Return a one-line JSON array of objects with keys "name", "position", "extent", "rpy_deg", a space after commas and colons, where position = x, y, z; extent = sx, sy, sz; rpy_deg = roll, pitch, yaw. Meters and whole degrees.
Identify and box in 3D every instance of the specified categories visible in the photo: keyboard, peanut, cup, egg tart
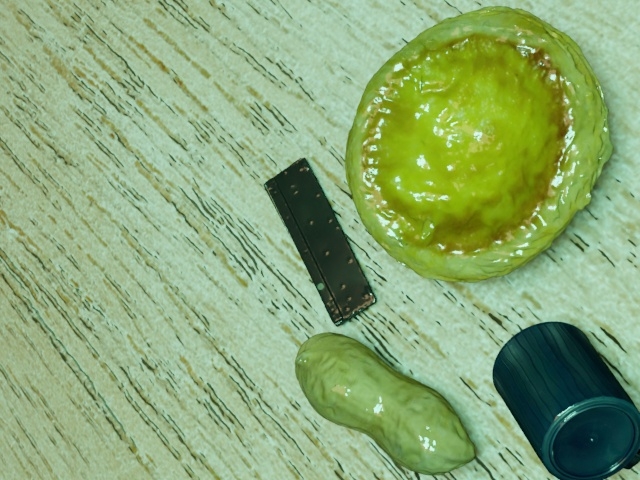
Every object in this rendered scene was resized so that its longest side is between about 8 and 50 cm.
[{"name": "keyboard", "position": [0.000, 0.000, 1.216], "extent": [0.072, 0.023, 0.231], "rpy_deg": [-33, 68, 17]}, {"name": "peanut", "position": [0.070, 0.197, 1.098], "extent": [0.263, 0.117, 0.101], "rpy_deg": [30, 121, 28]}, {"name": "cup", "position": [0.271, 0.169, 0.947], "extent": [0.138, 0.150, 0.113], "rpy_deg": [-109, 29, -63]}, {"name": "egg tart", "position": [0.183, -0.106, 1.053], "extent": [0.319, 0.128, 0.318], "rpy_deg": [-3, 85, 30]}]
